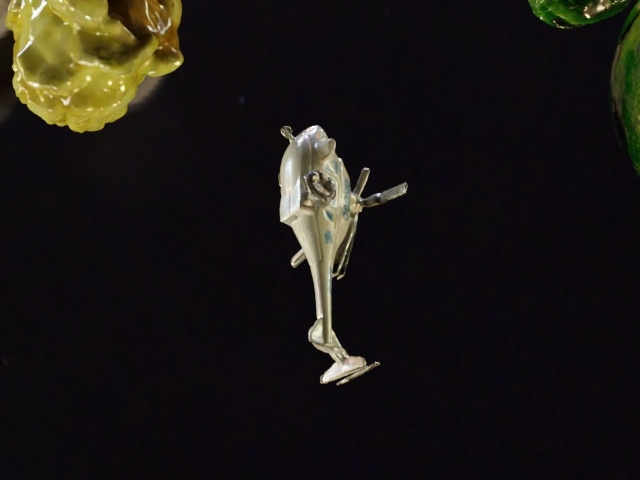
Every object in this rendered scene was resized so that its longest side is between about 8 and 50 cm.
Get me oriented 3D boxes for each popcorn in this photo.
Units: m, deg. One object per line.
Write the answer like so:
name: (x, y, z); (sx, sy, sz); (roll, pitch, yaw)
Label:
popcorn: (-0.264, -0.248, 1.602); (0.195, 0.255, 0.256); (28, -101, -24)

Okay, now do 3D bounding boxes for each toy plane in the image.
toy plane: (-0.007, 0.006, 1.385); (0.107, 0.182, 0.273); (26, -114, -33)

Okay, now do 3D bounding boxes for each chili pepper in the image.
chili pepper: (0.252, -0.234, 1.269); (0.182, 0.073, 0.050); (-15, -155, -33)

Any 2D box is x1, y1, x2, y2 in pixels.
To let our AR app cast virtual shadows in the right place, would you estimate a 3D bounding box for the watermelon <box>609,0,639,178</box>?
watermelon: (0.349, -0.122, 1.104); (0.242, 0.242, 0.242); (-2, -122, 3)
